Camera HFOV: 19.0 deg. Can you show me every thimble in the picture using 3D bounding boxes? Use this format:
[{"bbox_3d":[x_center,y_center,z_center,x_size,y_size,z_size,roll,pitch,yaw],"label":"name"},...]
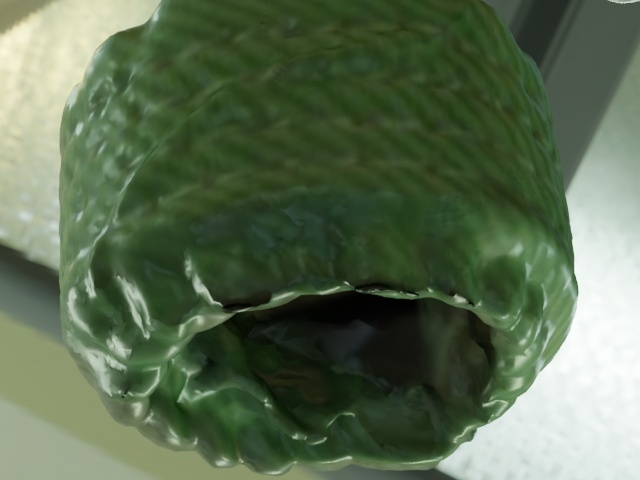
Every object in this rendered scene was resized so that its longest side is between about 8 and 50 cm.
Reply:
[{"bbox_3d":[0.000,0.000,0.786,0.219,0.219,0.150,10,-121,-26],"label":"thimble"}]

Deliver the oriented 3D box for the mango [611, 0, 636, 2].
[{"bbox_3d":[0.200,-0.282,1.398,0.129,0.146,0.289,37,179,44],"label":"mango"}]
